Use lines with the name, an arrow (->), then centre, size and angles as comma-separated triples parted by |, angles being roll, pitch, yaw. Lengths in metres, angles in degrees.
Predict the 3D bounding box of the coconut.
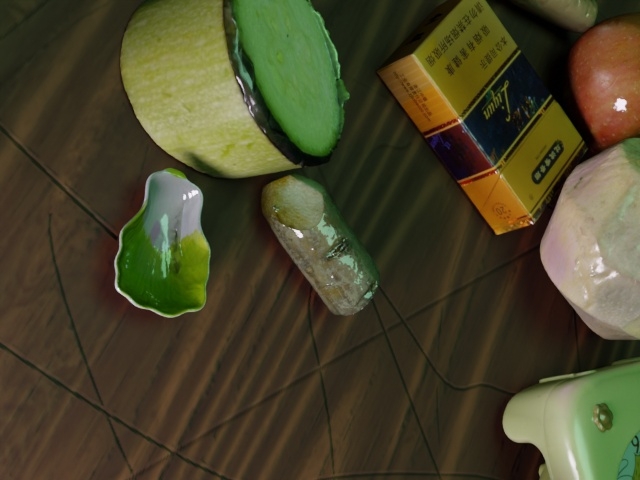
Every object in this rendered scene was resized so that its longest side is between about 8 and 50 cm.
coconut -> 0.356, 0.006, 1.466 | 0.236, 0.237, 0.197 | -6, 40, -40

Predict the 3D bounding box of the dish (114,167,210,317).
dish -> -0.145, 0.004, 1.156 | 0.091, 0.039, 0.137 | 18, 65, -29

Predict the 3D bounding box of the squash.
squash -> -0.068, -0.160, 1.243 | 0.220, 0.133, 0.220 | 30, 51, -45

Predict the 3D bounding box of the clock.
clock -> 0.352, 0.308, 1.417 | 0.286, 0.117, 0.348 | -5, 81, -40

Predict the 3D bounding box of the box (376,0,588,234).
box -> 0.186, -0.145, 1.450 | 0.237, 0.070, 0.152 | 51, 52, -13

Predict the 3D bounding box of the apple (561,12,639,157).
apple -> 0.391, -0.181, 1.561 | 0.201, 0.162, 0.201 | 12, 69, -34

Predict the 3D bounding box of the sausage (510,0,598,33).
sausage -> 0.218, -0.326, 1.532 | 0.301, 0.066, 0.066 | 24, 63, -29

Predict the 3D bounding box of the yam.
yam -> 0.000, 0.000, 1.254 | 0.070, 0.069, 0.146 | -44, 107, -38
